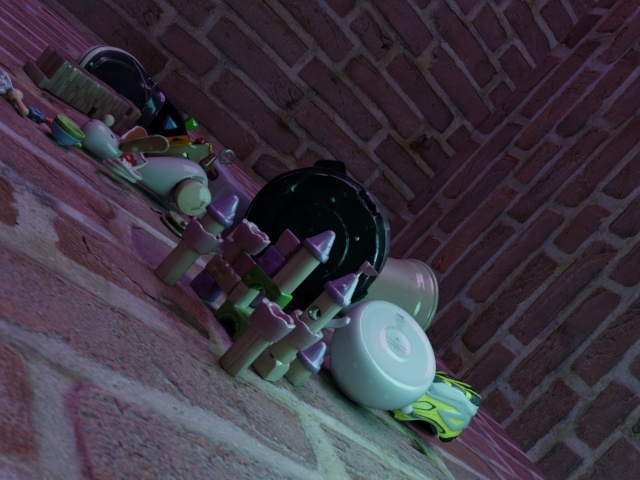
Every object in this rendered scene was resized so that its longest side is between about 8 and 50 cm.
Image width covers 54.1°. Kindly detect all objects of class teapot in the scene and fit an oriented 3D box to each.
[{"bbox_3d":[0.106,0.264,1.364,0.252,0.187,0.256,-5,60,-47],"label":"teapot"}]

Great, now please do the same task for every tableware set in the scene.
[{"bbox_3d":[-0.294,-0.028,1.454,0.128,0.039,0.194,45,5,23],"label":"tableware set"}]

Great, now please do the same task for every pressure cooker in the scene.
[{"bbox_3d":[0.006,0.002,1.679,0.375,0.370,0.420,47,9,5],"label":"pressure cooker"}]

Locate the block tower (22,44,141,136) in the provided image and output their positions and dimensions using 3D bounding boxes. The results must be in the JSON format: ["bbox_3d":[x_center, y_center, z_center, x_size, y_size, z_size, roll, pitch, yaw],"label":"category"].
[{"bbox_3d":[-0.623,-0.395,1.690,0.091,0.097,0.335,44,6,26],"label":"block tower"}]

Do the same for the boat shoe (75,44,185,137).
[{"bbox_3d":[-0.584,-0.450,1.998,0.156,0.187,0.500,38,-2,23],"label":"boat shoe"}]

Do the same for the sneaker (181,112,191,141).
[{"bbox_3d":[-0.540,-0.413,2.340,0.283,0.124,0.107,43,5,-5],"label":"sneaker"}]

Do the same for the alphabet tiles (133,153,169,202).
[{"bbox_3d":[-0.456,-0.180,1.659,0.198,0.009,0.237,42,5,-8],"label":"alphabet tiles"}]

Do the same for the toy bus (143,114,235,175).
[{"bbox_3d":[-0.360,-0.223,1.620,0.202,0.191,0.104,39,6,-35],"label":"toy bus"}]

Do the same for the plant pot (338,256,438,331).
[{"bbox_3d":[0.175,0.169,2.132,0.305,0.334,0.334,26,14,-35],"label":"plant pot"}]

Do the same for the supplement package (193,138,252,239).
[{"bbox_3d":[-0.305,-0.142,1.731,0.244,0.139,0.134,48,2,41],"label":"supplement package"}]

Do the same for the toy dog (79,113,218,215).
[{"bbox_3d":[-0.367,-0.193,1.448,0.220,0.161,0.334,32,-3,38],"label":"toy dog"}]

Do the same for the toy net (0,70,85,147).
[{"bbox_3d":[-0.579,-0.275,1.271,0.232,0.045,0.122,41,5,-15],"label":"toy net"}]

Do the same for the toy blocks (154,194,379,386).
[{"bbox_3d":[-0.068,0.070,1.114,0.288,0.260,0.309,45,5,31],"label":"toy blocks"}]

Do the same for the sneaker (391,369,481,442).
[{"bbox_3d":[0.187,0.353,1.529,0.385,0.147,0.145,25,3,23],"label":"sneaker"}]

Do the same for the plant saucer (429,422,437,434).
[{"bbox_3d":[0.268,0.382,1.741,0.310,0.050,0.310,62,3,-6],"label":"plant saucer"}]
